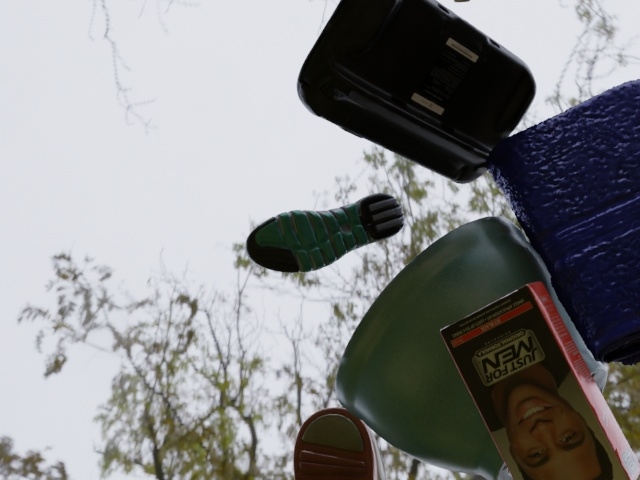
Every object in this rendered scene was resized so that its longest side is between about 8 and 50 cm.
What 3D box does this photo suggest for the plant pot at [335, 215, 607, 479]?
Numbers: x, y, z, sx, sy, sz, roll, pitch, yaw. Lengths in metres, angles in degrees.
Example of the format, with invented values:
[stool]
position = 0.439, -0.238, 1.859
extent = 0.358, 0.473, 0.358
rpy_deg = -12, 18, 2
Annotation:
[plant pot]
position = 0.190, 0.147, 1.043
extent = 0.293, 0.196, 0.293
rpy_deg = -31, -35, -25

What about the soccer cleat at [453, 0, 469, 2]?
[soccer cleat]
position = 0.194, -0.271, 0.736
extent = 0.248, 0.095, 0.083
rpy_deg = -16, -29, 26

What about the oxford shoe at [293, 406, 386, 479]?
[oxford shoe]
position = 0.043, 0.422, 1.198
extent = 0.140, 0.146, 0.397
rpy_deg = -2, -107, 18

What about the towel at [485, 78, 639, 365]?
[towel]
position = 0.330, -0.026, 0.981
extent = 0.227, 0.308, 0.076
rpy_deg = -24, -42, 5

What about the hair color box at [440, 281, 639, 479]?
[hair color box]
position = 0.146, 0.106, 0.620
extent = 0.072, 0.043, 0.141
rpy_deg = -32, -103, 23

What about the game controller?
[game controller]
position = 0.119, -0.171, 1.039
extent = 0.319, 0.067, 0.167
rpy_deg = 19, -79, -43

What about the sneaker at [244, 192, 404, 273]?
[sneaker]
position = 0.000, 0.000, 1.240
extent = 0.223, 0.098, 0.083
rpy_deg = -13, -98, -21
